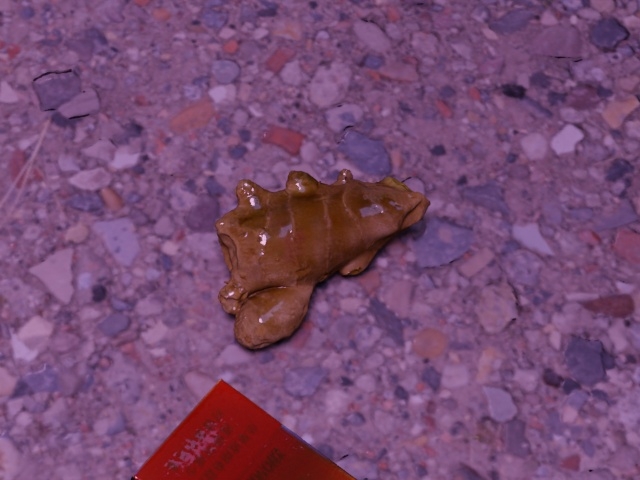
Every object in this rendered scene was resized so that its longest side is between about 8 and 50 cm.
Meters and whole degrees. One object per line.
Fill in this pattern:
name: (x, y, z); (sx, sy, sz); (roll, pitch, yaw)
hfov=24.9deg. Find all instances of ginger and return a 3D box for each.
ginger: (-0.013, -0.007, 1.211); (0.205, 0.081, 0.115); (-38, 72, -22)

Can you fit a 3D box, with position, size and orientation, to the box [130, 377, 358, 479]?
box: (-0.043, 0.200, 1.105); (0.175, 0.048, 0.112); (36, 61, 14)
